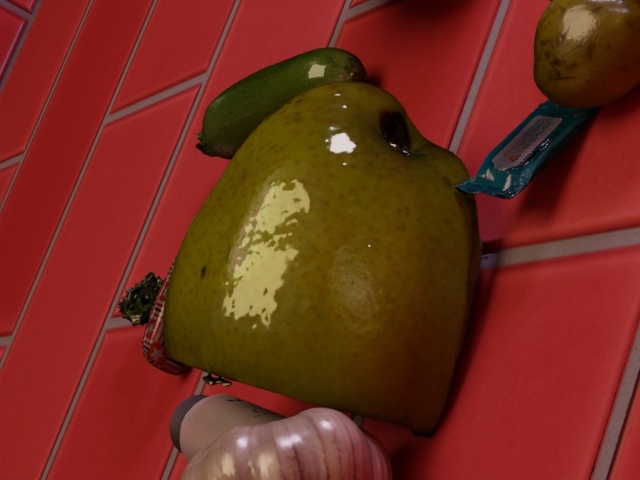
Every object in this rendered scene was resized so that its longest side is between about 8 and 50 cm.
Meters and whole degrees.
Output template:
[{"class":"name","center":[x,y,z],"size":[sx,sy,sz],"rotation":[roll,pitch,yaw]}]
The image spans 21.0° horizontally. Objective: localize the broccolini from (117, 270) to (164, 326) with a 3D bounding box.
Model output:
[{"class":"broccolini","center":[-0.227,0.077,2.159],"size":[0.074,0.058,0.201],"rotation":[-59,-2,0]}]

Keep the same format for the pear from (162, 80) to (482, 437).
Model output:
[{"class":"pear","center":[0.000,0.000,1.651],"size":[0.342,0.238,0.318],"rotation":[11,83,66]}]

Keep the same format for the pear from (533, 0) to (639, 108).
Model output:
[{"class":"pear","center":[0.239,-0.172,1.509],"size":[0.131,0.107,0.107],"rotation":[-24,43,44]}]

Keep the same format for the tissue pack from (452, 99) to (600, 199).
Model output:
[{"class":"tissue pack","center":[0.191,-0.083,1.570],"size":[0.138,0.028,0.085],"rotation":[-46,27,-18]}]

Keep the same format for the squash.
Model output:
[{"class":"squash","center":[-0.061,-0.161,2.115],"size":[0.378,0.101,0.101],"rotation":[-17,49,60]}]

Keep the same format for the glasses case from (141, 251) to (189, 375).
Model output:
[{"class":"glasses case","center":[-0.159,0.066,2.093],"size":[0.049,0.073,0.194],"rotation":[10,73,59]}]

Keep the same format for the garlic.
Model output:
[{"class":"garlic","center":[-0.015,0.269,1.509],"size":[0.199,0.199,0.226],"rotation":[-38,64,43]}]

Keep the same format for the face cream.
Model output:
[{"class":"face cream","center":[-0.085,0.209,1.769],"size":[0.311,0.092,0.092],"rotation":[7,71,64]}]
